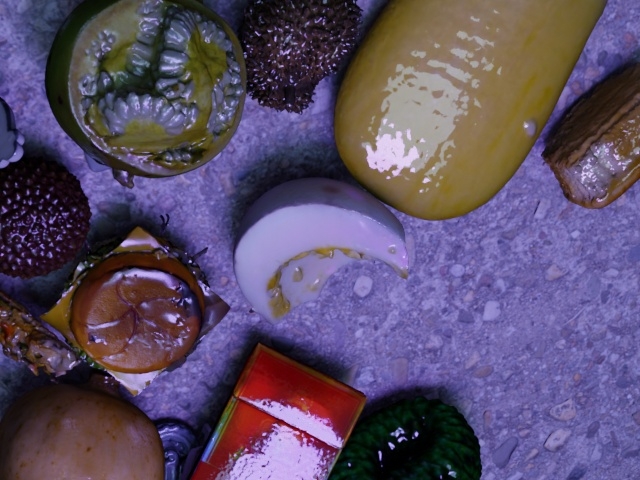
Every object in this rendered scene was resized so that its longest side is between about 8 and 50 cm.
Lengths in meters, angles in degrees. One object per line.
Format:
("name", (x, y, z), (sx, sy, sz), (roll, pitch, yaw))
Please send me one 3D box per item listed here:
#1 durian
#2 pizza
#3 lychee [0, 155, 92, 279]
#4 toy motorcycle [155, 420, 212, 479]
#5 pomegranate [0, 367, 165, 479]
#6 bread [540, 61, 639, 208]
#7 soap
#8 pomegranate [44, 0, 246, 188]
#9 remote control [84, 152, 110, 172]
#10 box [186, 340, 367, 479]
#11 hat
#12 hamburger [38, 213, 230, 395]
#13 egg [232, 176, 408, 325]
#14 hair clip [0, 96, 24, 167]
("durian", (-0.032, -0.258, 1.500), (0.166, 0.196, 0.196), (10, 115, -5))
("pizza", (-0.429, 0.145, 1.620), (0.069, 0.226, 0.147), (-47, 161, -20))
("lychee", (-0.409, -0.031, 1.539), (0.188, 0.188, 0.188), (-6, 118, -10))
("toy motorcycle", (-0.218, 0.457, 1.873), (0.188, 0.143, 0.327), (0, 102, -19))
("pomegranate", (-0.365, 0.357, 1.688), (0.307, 0.307, 0.307), (-6, 118, -10))
("bread", (0.452, -0.159, 1.683), (0.245, 0.174, 0.121), (-41, 114, 1))
("soap", (0.203, -0.236, 1.610), (0.306, 0.115, 0.427), (31, 96, -22))
("pomegranate", (-0.217, -0.240, 1.455), (0.260, 0.260, 0.341), (19, 81, -21))
("remote control", (-0.248, -0.142, 1.609), (0.184, 0.027, 0.050), (-17, 120, -5))
("box", (-0.083, 0.341, 1.772), (0.197, 0.089, 0.313), (27, 84, -4))
("hat", (0.160, 0.445, 1.901), (0.274, 0.242, 0.332), (-30, 136, -11))
("hamburger", (-0.272, 0.087, 1.658), (0.261, 0.139, 0.243), (-37, 119, 7))
("egg", (-0.007, -0.015, 1.646), (0.271, 0.162, 0.206), (-30, 118, 28))
("hair clip", (-0.487, -0.131, 1.502), (0.220, 0.140, 0.054), (-22, 143, 21))
